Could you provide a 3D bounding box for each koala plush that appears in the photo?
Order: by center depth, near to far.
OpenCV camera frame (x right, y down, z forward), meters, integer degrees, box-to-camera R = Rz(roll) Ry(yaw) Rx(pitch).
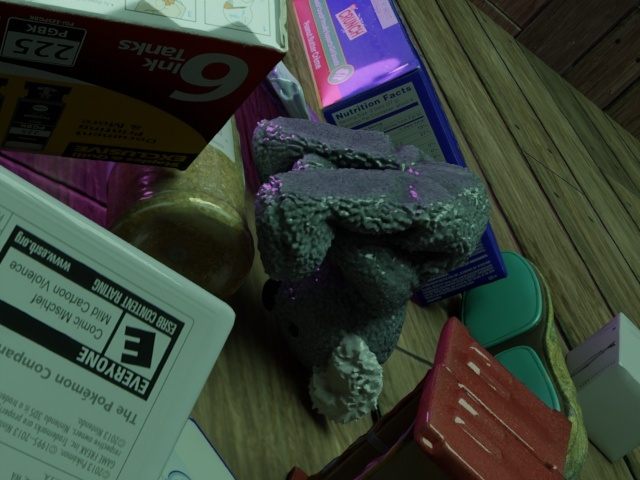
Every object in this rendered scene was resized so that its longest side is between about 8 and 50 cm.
[{"bbox_3d":[0.029,0.033,0.805,0.203,0.221,0.196,7,27,-8],"label":"koala plush"}]

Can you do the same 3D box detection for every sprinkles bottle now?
[{"bbox_3d":[-0.133,-0.097,0.840,0.121,0.121,0.355,30,29,-30],"label":"sprinkles bottle"}]

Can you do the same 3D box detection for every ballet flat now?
[{"bbox_3d":[0.232,0.148,1.071,0.123,0.123,0.348,37,26,-19],"label":"ballet flat"}]

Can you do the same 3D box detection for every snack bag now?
[{"bbox_3d":[-0.067,-0.212,1.055,0.323,0.037,0.342,57,1,22],"label":"snack bag"}]

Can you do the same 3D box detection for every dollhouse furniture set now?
[{"bbox_3d":[0.145,0.267,0.629,0.374,0.201,0.152,44,25,-2],"label":"dollhouse furniture set"}]

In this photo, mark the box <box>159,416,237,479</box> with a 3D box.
[{"bbox_3d":[-0.088,0.183,0.466,0.126,0.137,0.072,52,25,13],"label":"box"}]

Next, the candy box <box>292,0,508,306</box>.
[{"bbox_3d":[0.094,-0.125,1.105,0.268,0.122,0.317,-100,165,-51],"label":"candy box"}]

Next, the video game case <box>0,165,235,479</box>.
[{"bbox_3d":[-0.224,0.078,0.318,0.329,0.036,0.300,34,68,-26],"label":"video game case"}]

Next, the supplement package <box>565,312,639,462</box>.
[{"bbox_3d":[0.399,0.193,1.247,0.105,0.105,0.179,46,24,0],"label":"supplement package"}]

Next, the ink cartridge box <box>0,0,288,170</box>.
[{"bbox_3d":[-0.214,-0.138,0.595,0.309,0.272,0.130,4,72,-24],"label":"ink cartridge box"}]
